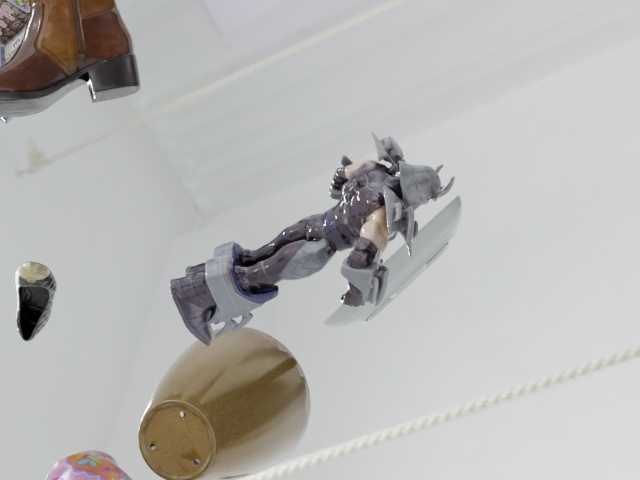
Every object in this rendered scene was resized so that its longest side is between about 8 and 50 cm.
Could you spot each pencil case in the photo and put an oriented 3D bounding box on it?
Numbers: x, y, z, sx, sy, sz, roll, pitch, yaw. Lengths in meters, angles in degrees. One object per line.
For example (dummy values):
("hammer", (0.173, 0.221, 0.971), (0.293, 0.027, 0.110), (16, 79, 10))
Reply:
("pencil case", (-0.268, 0.394, 1.381), (0.284, 0.124, 0.124), (35, 168, 47))

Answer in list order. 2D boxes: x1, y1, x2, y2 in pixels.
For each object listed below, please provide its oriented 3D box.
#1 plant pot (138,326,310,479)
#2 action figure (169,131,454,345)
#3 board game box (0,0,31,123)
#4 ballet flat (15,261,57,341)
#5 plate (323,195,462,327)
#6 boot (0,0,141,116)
("plant pot", (-0.163, 0.268, 1.558), (0.237, 0.237, 0.254), (68, -163, 0))
("action figure", (0.000, 0.000, 0.997), (0.099, 0.285, 0.185), (56, -163, -24))
("board game box", (-0.472, -0.378, 1.698), (0.141, 0.232, 0.291), (35, -118, 3))
("ballet flat", (-0.416, 0.088, 1.522), (0.173, 0.057, 0.049), (108, 170, -52))
("plate", (0.128, 0.050, 1.662), (0.045, 0.278, 0.277), (47, 180, 8))
("boot", (-0.398, -0.322, 1.434), (0.096, 0.264, 0.281), (153, 102, -75))
